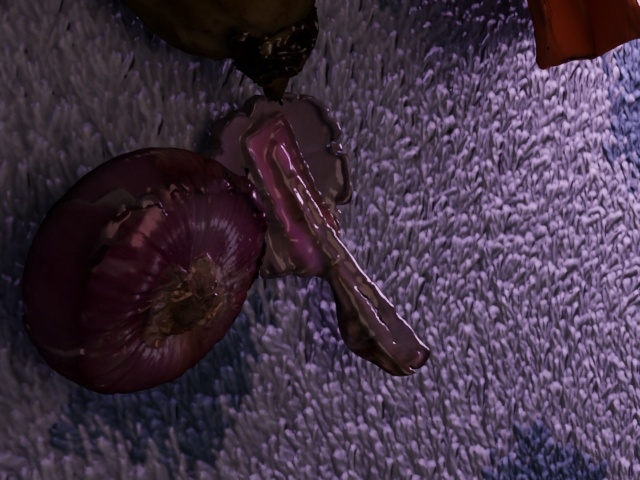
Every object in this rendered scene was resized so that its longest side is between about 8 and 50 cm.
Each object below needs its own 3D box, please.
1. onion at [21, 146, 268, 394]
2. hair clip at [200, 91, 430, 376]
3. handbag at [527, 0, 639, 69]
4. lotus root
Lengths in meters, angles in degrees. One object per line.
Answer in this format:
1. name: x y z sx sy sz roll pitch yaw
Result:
1. onion: -0.159 0.010 1.292 0.230 0.163 0.230 -40 153 -25
2. hair clip: -0.003 0.003 1.470 0.173 0.069 0.300 -38 101 -37
3. handbag: 0.209 -0.390 1.566 0.303 0.116 0.410 -72 143 -72
4. lotus root: -0.107 -0.259 1.333 0.314 0.169 0.141 45 46 -28
